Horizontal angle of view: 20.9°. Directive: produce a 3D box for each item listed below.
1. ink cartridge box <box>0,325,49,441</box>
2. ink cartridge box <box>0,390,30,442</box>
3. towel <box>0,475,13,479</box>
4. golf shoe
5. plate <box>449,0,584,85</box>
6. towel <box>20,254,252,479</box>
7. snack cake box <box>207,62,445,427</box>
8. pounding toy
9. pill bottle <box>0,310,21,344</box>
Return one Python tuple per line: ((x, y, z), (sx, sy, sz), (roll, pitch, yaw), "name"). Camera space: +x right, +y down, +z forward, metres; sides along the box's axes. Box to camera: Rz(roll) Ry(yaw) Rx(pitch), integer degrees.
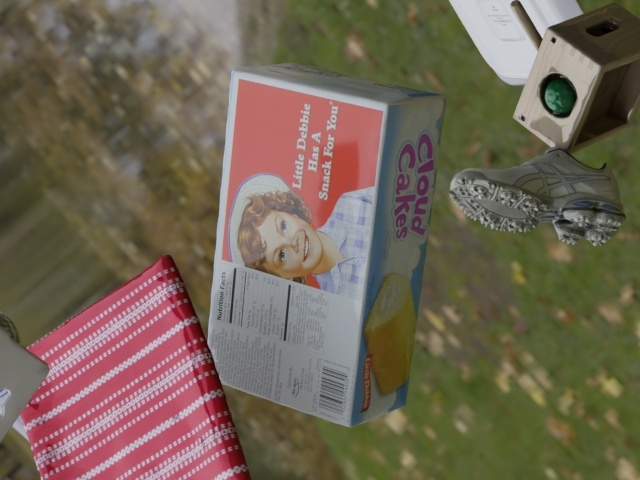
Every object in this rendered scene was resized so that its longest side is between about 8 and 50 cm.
((-0.293, 0.076, 1.209), (0.180, 0.104, 0.060), (39, 167, -20), "ink cartridge box")
((-0.244, 0.189, 1.692), (0.207, 0.046, 0.097), (40, -177, 12), "ink cartridge box")
((-0.307, 0.271, 1.435), (0.282, 0.187, 0.049), (19, 143, -25), "towel")
((0.204, -0.052, 1.651), (0.176, 0.086, 0.069), (13, 149, -17), "golf shoe")
((0.252, -0.312, 2.327), (0.278, 0.045, 0.277), (57, 163, -19), "plate")
((-0.141, 0.175, 1.315), (0.031, 0.199, 0.275), (8, -123, -54), "towel")
((0.000, 0.000, 1.398), (0.152, 0.089, 0.264), (16, 107, 33), "snack cake box")
((0.244, -0.168, 1.678), (0.100, 0.141, 0.130), (41, 134, 27), "pounding toy")
((-0.406, 0.117, 1.966), (0.094, 0.094, 0.169), (46, 180, 8), "pill bottle")
